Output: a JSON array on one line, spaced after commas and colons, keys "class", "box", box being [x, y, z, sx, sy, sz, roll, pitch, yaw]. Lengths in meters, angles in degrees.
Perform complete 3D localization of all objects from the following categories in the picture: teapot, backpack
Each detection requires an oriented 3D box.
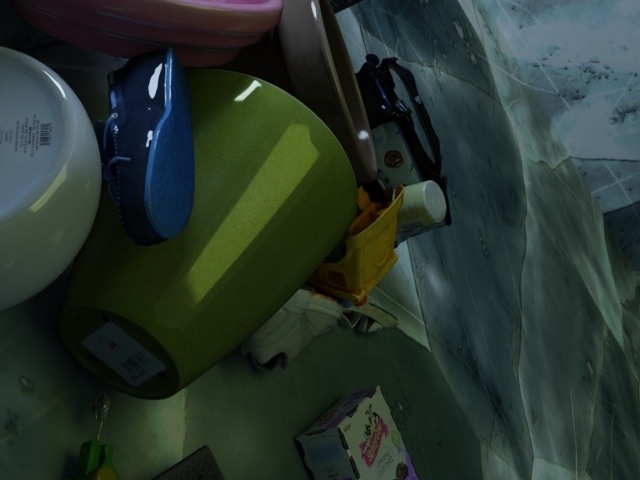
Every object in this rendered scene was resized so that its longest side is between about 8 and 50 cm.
[{"class": "teapot", "box": [-0.298, -0.032, 0.866, 0.256, 0.252, 0.187, -45, 158, -26]}, {"class": "backpack", "box": [0.089, -0.118, 1.598, 0.263, 0.213, 0.276, 55, 16, -21]}]

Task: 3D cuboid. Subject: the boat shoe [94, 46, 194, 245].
[{"class": "boat shoe", "box": [-0.171, -0.082, 0.971, 0.258, 0.089, 0.109, -94, 168, -53]}]

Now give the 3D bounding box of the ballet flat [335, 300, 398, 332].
[{"class": "ballet flat", "box": [0.060, 0.115, 1.591, 0.168, 0.057, 0.052, 34, 70, -43]}]

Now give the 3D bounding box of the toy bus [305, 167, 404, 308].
[{"class": "toy bus", "box": [0.000, 0.000, 1.432, 0.149, 0.220, 0.211, -46, 144, -40]}]

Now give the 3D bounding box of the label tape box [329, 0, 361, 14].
[{"class": "label tape box", "box": [-0.038, -0.430, 1.468, 0.249, 0.347, 0.115, 29, 45, -52]}]

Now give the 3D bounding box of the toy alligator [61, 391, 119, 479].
[{"class": "toy alligator", "box": [-0.212, 0.233, 0.966, 0.051, 0.056, 0.190, 49, 32, -34]}]

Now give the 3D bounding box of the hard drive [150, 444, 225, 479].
[{"class": "hard drive", "box": [-0.123, 0.356, 1.044, 0.172, 0.054, 0.255, -22, 90, -63]}]

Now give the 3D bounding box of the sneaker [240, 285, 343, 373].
[{"class": "sneaker", "box": [-0.049, 0.115, 1.349, 0.121, 0.099, 0.262, -70, 161, -4]}]

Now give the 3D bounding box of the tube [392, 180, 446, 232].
[{"class": "tube", "box": [0.065, -0.033, 1.488, 0.062, 0.240, 0.070, -15, 90, -55]}]

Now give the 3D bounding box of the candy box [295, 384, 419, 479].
[{"class": "candy box", "box": [0.062, 0.320, 1.399, 0.165, 0.070, 0.196, -28, 96, -63]}]

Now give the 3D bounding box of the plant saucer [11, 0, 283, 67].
[{"class": "plant saucer", "box": [-0.210, -0.274, 1.153, 0.332, 0.332, 0.084, -34, 144, -63]}]

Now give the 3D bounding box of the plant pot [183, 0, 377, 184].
[{"class": "plant pot", "box": [-0.070, -0.169, 1.309, 0.263, 0.229, 0.263, -17, 90, -82]}]

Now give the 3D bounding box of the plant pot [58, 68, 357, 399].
[{"class": "plant pot", "box": [-0.139, 0.014, 1.083, 0.275, 0.274, 0.293, 54, 43, -26]}]
